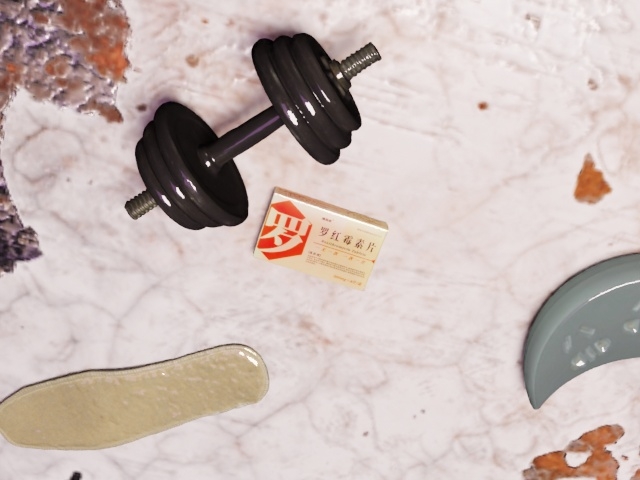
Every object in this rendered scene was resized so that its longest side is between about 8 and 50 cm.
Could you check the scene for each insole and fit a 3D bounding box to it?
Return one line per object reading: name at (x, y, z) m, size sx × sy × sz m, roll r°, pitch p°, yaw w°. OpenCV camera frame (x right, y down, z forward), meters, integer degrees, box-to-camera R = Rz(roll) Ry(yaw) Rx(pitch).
insole at (-0.163, 0.140, 0.720) m, size 0.247 × 0.011 × 0.081 m, roll -15°, pitch 113°, yaw 8°

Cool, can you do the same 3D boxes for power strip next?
power strip at (0.271, 0.077, 0.657) m, size 0.216 × 0.044 × 0.137 m, roll -1°, pitch 114°, yaw 3°

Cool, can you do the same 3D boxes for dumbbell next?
dumbbell at (-0.050, -0.072, 0.569) m, size 0.208 × 0.099 × 0.099 m, roll -31°, pitch 110°, yaw 15°

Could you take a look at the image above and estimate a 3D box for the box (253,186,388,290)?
box at (0.000, 0.000, 0.646) m, size 0.093 × 0.015 × 0.058 m, roll 17°, pitch 113°, yaw -6°
